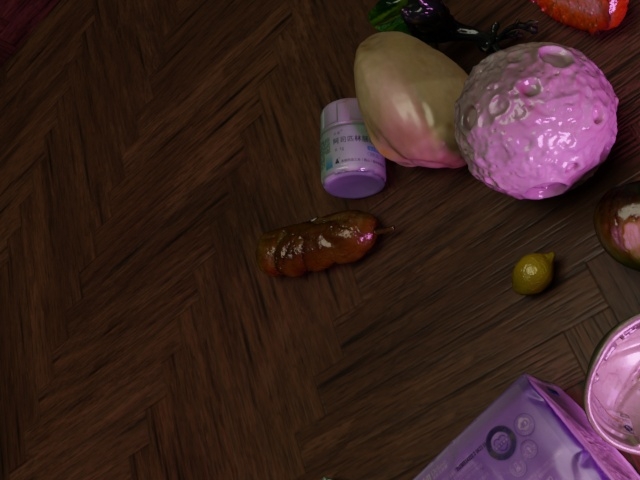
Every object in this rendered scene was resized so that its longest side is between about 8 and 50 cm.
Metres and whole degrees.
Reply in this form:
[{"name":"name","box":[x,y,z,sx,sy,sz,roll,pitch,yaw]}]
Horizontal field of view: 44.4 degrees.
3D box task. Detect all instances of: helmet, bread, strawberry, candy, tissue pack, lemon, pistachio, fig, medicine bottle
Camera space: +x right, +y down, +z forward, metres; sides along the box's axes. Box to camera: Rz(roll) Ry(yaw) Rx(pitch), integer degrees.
[{"name":"helmet","box":[0.479,0.171,1.098,0.257,0.137,0.204,-31,97,11]},{"name":"bread","box":[0.002,0.001,1.602,0.344,0.084,0.124,-14,67,37]},{"name":"strawberry","box":[0.447,-0.429,1.346,0.082,0.121,0.188,-37,43,-14]},{"name":"candy","box":[0.180,-0.391,1.595,0.149,0.069,0.246,-20,68,33]},{"name":"tissue pack","box":[0.286,0.402,1.166,0.338,0.160,0.242,-49,49,18]},{"name":"lemon","box":[0.353,0.053,1.294,0.092,0.065,0.065,-47,51,16]},{"name":"pistachio","box":[0.174,-0.258,1.456,0.214,0.193,0.318,-40,66,21]},{"name":"fig","box":[0.487,0.031,1.157,0.149,0.149,0.245,-7,89,39]},{"name":"medicine bottle","box":[0.064,-0.186,1.581,0.135,0.135,0.168,-19,63,35]}]

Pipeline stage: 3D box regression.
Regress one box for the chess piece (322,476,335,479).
[{"name":"chess piece","box":[0.008,0.491,1.444,0.067,0.067,0.103,8,71,42]}]

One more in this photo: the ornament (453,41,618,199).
[{"name":"ornament","box":[0.344,-0.182,1.257,0.259,0.259,0.225,-18,65,35]}]

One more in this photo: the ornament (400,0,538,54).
[{"name":"ornament","box":[0.278,-0.383,1.413,0.236,0.202,0.080,21,92,19]}]
